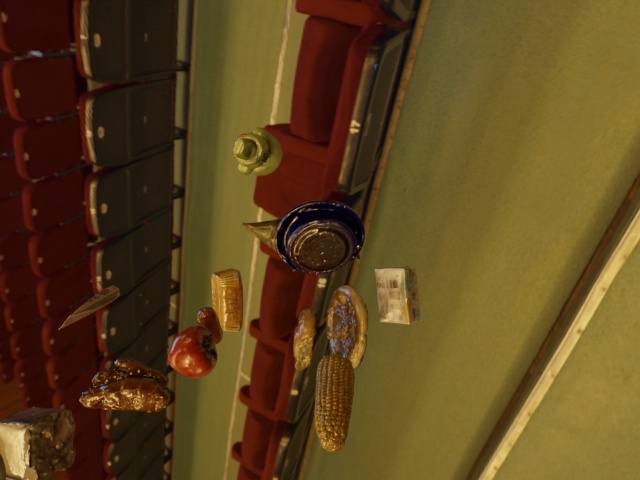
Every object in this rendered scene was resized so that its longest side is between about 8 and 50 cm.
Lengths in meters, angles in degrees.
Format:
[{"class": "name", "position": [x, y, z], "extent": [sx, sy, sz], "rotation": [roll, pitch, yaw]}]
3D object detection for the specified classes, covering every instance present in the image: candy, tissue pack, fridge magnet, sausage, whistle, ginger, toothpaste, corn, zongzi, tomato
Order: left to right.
[{"class": "candy", "position": [-0.817, 0.583, 1.292], "extent": [0.195, 0.137, 0.185], "rotation": [-7, 86, 20]}, {"class": "toothpaste", "position": [-0.629, 0.180, 1.241], "extent": [0.043, 0.194, 0.067], "rotation": [46, 112, -4]}, {"class": "ginger", "position": [-0.374, 0.279, 0.887], "extent": [0.162, 0.103, 0.073], "rotation": [7, 117, -13]}, {"class": "tomato", "position": [-0.444, 0.382, 1.561], "extent": [0.151, 0.187, 0.187], "rotation": [-15, 100, 11]}, {"class": "sausage", "position": [-0.419, 0.324, 1.715], "extent": [0.076, 0.076, 0.198], "rotation": [25, 140, 27]}, {"class": "whistle", "position": [-0.201, -0.259, 1.285], "extent": [0.141, 0.294, 0.141], "rotation": [0, 90, 18]}, {"class": "zongzi", "position": [-0.103, -0.070, 1.599], "extent": [0.274, 0.125, 0.251], "rotation": [36, 90, -4]}, {"class": "fridge magnet", "position": [0.000, 0.000, 1.314], "extent": [0.265, 0.113, 0.266], "rotation": [-4, 127, -5]}, {"class": "corn", "position": [0.041, 0.450, 1.310], "extent": [0.119, 0.322, 0.119], "rotation": [1, 124, 2]}, {"class": "tissue pack", "position": [0.337, 0.224, 1.901], "extent": [0.159, 0.145, 0.230], "rotation": [-6, 89, 44]}]

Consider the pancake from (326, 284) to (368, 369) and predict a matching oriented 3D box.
[{"class": "pancake", "position": [0.112, 0.399, 2.064], "extent": [0.382, 0.071, 0.382], "rotation": [-179, 90, -67]}]

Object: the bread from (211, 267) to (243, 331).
[{"class": "bread", "position": [-0.423, 0.274, 2.072], "extent": [0.152, 0.119, 0.288], "rotation": [19, 112, 62]}]

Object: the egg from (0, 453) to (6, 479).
[{"class": "egg", "position": [-0.566, 0.376, 0.720], "extent": [0.103, 0.103, 0.135], "rotation": [-7, 108, 39]}]

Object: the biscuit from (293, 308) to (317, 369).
[{"class": "biscuit", "position": [-0.067, 0.408, 1.929], "extent": [0.091, 0.213, 0.274], "rotation": [5, 126, -1]}]
